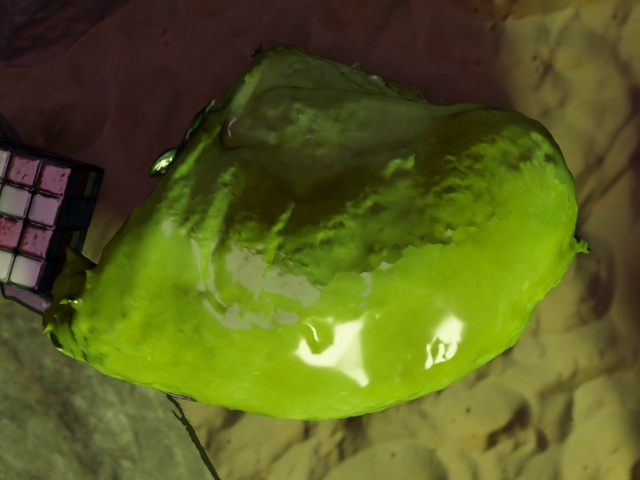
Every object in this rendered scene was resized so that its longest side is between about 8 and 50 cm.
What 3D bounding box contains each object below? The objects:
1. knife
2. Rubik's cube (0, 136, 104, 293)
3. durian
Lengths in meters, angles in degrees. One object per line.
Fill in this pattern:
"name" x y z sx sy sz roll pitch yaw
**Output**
"knife" -0.160 0.073 1.278 0.170 0.010 0.023 30 94 4
"Rubik's cube" -0.215 -0.020 1.241 0.092 0.092 0.092 16 94 7
"durian" 0.000 0.000 1.163 0.339 0.204 0.256 17 81 9
